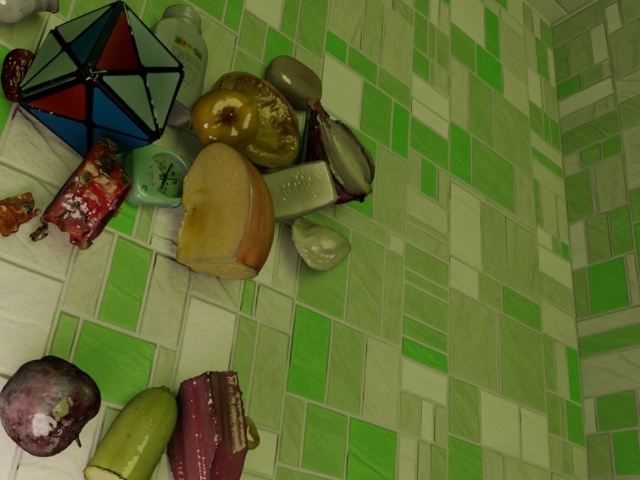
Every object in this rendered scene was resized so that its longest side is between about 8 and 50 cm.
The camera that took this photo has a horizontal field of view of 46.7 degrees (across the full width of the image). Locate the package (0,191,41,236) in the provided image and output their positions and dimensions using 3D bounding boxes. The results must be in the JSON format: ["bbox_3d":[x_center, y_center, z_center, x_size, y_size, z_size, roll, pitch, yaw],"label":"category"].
[{"bbox_3d":[-0.666,-0.061,1.621,0.110,0.033,0.077,-36,107,-42],"label":"package"}]

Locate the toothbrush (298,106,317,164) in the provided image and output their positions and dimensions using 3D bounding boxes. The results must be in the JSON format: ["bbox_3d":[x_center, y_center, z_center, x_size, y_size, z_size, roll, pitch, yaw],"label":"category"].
[{"bbox_3d":[-0.052,-0.241,2.175,0.030,0.030,0.298,-19,125,-57],"label":"toothbrush"}]

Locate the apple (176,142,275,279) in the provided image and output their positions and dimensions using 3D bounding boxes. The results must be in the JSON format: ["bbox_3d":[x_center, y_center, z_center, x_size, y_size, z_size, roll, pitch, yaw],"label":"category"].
[{"bbox_3d":[-0.235,-0.070,1.878,0.252,0.314,0.309,11,75,-6],"label":"apple"}]

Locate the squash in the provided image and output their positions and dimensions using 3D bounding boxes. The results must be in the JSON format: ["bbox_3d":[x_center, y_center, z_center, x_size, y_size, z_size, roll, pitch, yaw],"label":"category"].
[{"bbox_3d":[-0.389,0.425,1.600,0.132,0.132,0.247,46,46,-19],"label":"squash"}]

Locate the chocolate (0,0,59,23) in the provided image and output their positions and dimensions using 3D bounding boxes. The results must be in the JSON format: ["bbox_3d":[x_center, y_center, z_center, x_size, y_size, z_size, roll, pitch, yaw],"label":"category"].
[{"bbox_3d":[-0.728,-0.587,1.714,0.147,0.221,0.221,-42,103,-26],"label":"chocolate"}]

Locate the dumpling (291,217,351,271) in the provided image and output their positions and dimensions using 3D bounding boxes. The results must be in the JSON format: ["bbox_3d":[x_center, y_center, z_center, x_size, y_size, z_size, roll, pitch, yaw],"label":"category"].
[{"bbox_3d":[0.000,0.000,2.178,0.179,0.131,0.252,45,31,11],"label":"dumpling"}]

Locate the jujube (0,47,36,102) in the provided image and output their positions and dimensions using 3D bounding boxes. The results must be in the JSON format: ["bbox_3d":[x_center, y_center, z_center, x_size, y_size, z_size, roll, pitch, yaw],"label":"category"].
[{"bbox_3d":[-0.696,-0.379,1.711,0.077,0.077,0.129,15,73,-39],"label":"jujube"}]

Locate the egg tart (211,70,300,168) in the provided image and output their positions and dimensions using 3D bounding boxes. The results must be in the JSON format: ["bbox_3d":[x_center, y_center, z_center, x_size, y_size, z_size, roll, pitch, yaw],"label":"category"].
[{"bbox_3d":[-0.200,-0.334,2.128,0.318,0.128,0.319,23,56,-37],"label":"egg tart"}]

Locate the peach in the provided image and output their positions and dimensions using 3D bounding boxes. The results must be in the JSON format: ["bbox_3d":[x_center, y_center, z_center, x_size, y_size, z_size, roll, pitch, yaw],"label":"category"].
[{"bbox_3d":[-0.247,-0.314,1.940,0.179,0.103,0.179,0,88,-13],"label":"peach"}]

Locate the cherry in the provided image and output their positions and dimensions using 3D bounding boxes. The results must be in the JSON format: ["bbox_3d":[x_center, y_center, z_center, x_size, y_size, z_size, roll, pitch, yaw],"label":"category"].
[{"bbox_3d":[-0.540,0.326,1.468,0.195,0.195,0.195,20,59,-37],"label":"cherry"}]

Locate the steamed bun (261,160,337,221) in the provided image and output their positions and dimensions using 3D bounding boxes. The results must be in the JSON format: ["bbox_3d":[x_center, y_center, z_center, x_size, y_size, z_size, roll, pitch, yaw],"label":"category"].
[{"bbox_3d":[-0.082,-0.135,2.096,0.241,0.164,0.146,-16,90,-8],"label":"steamed bun"}]

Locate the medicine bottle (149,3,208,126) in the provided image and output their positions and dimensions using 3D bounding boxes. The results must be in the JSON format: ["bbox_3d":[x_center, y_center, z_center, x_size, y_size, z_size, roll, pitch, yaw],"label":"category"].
[{"bbox_3d":[-0.397,-0.482,2.008,0.179,0.124,0.324,28,56,-40],"label":"medicine bottle"}]

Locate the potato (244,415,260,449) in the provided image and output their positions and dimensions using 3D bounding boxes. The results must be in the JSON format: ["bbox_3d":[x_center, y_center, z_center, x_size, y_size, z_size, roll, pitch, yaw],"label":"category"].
[{"bbox_3d":[-0.184,0.475,1.823,0.083,0.062,0.068,42,71,16],"label":"potato"}]

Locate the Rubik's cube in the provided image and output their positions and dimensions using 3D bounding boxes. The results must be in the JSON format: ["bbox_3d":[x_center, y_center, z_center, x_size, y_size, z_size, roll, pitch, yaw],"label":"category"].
[{"bbox_3d":[-0.501,-0.365,1.720,0.248,0.246,0.250,49,42,-44],"label":"Rubik's cube"}]

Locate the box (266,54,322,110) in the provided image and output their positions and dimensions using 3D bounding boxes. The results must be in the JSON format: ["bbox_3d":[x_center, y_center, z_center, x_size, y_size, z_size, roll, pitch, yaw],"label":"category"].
[{"bbox_3d":[-0.080,-0.497,2.342,0.200,0.088,0.146,26,56,-33],"label":"box"}]

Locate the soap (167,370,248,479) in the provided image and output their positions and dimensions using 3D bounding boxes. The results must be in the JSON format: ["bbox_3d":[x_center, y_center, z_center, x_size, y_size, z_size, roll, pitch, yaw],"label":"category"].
[{"bbox_3d":[-0.256,0.455,1.679,0.112,0.182,0.289,13,58,-42],"label":"soap"}]

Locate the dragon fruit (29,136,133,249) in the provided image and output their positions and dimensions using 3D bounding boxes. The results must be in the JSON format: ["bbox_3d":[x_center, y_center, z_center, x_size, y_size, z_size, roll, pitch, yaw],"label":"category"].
[{"bbox_3d":[-0.515,-0.087,1.670,0.147,0.211,0.282,34,77,-20],"label":"dragon fruit"}]

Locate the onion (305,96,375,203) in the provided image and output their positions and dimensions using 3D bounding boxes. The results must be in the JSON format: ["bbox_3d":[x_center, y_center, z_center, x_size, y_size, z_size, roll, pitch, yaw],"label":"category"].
[{"bbox_3d":[0.012,-0.261,2.274,0.349,0.159,0.267,58,31,-9],"label":"onion"}]

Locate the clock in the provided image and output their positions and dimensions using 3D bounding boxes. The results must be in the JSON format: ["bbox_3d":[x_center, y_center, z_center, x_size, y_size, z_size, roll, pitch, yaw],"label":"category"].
[{"bbox_3d":[-0.398,-0.153,1.897,0.210,0.066,0.160,13,64,-40],"label":"clock"}]
